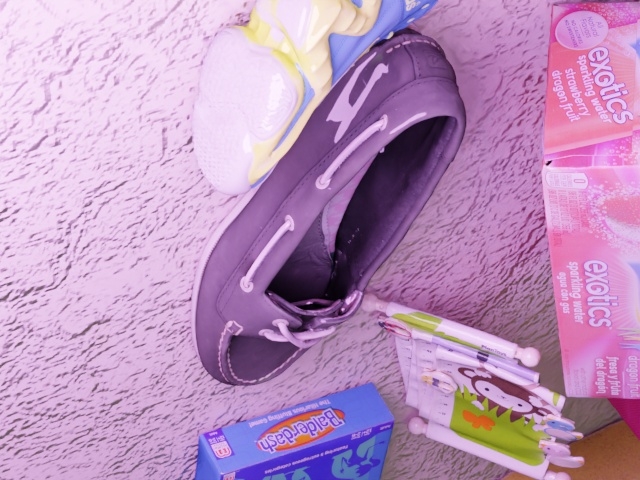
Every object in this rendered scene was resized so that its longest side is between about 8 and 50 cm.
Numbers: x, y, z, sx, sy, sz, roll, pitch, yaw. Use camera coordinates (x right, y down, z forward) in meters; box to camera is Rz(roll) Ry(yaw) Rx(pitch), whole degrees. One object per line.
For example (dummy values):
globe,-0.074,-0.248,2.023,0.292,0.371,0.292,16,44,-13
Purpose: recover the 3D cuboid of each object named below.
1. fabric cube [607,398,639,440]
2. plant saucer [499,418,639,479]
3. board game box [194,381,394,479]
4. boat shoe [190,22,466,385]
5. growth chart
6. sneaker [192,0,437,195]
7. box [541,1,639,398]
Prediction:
fabric cube,0.445,0.112,1.537,0.254,0.258,0.259,-9,137,-28
plant saucer,0.360,0.323,1.755,0.332,0.081,0.333,-24,118,-13
board game box,-0.031,0.222,1.487,0.160,0.047,0.210,-15,141,-22
boat shoe,0.000,0.000,1.215,0.112,0.095,0.335,-2,133,-35
growth chart,0.130,0.127,1.427,0.021,0.172,0.237,-62,155,-26
sneaker,0.011,-0.126,1.086,0.126,0.091,0.240,-1,132,-36
box,0.243,-0.020,1.284,0.142,0.154,0.300,1,143,12
